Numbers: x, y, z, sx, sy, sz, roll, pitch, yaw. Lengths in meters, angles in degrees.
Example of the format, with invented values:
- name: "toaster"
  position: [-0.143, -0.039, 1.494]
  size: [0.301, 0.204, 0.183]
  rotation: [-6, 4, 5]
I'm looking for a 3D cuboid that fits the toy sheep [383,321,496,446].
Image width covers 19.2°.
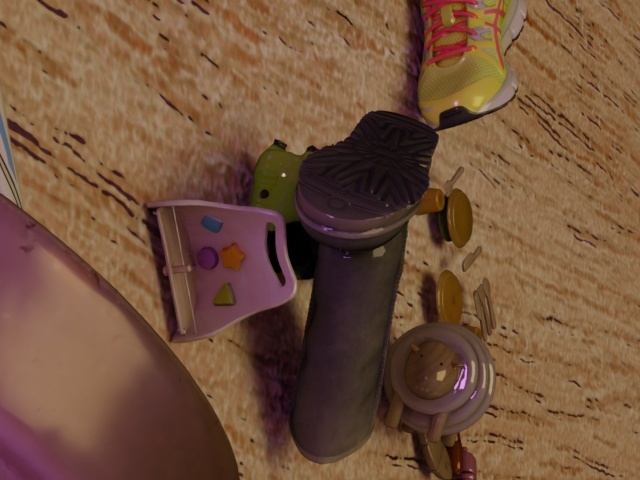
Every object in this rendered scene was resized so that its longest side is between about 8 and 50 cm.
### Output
- name: "toy sheep"
  position: [0.086, 0.102, 1.375]
  size: [0.132, 0.091, 0.091]
  rotation: [37, 50, -78]

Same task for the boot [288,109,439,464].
- name: "boot"
  position: [0.012, 0.041, 1.147]
  size: [0.190, 0.076, 0.208]
  rotation: [-38, 150, -63]

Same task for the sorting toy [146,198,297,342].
- name: "sorting toy"
  position: [-0.051, 0.011, 1.080]
  size: [0.045, 0.075, 0.083]
  rotation: [-32, 114, -64]

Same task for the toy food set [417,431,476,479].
- name: "toy food set"
  position: [0.099, 0.173, 1.467]
  size: [0.122, 0.019, 0.078]
  rotation: [66, 28, -20]

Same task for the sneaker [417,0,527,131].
- name: "sneaker"
  position: [0.108, -0.167, 1.506]
  size: [0.094, 0.081, 0.208]
  rotation: [60, 26, -31]

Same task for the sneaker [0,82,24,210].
- name: "sneaker"
  position: [-0.175, -0.047, 0.789]
  size: [0.086, 0.085, 0.237]
  rotation: [-78, 155, -69]

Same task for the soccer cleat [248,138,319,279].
- name: "soccer cleat"
  position: [0.000, 0.000, 1.239]
  size: [0.179, 0.060, 0.072]
  rotation: [44, 61, -54]

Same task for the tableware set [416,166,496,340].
- name: "tableware set"
  position: [0.102, 0.025, 1.506]
  size: [0.104, 0.024, 0.154]
  rotation: [-47, 128, -56]

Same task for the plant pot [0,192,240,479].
- name: "plant pot"
  position: [-0.189, 0.106, 0.568]
  size: [0.229, 0.263, 0.263]
  rotation: [-58, 140, -29]
